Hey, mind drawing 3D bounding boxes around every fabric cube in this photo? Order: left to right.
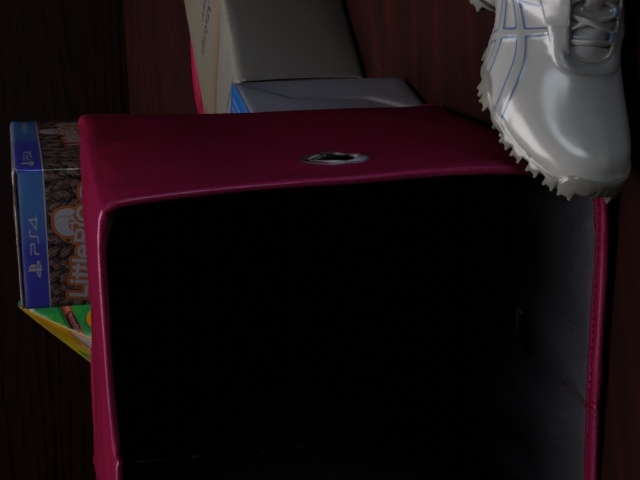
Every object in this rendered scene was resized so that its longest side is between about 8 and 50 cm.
[{"bbox_3d":[-0.006,0.061,0.700,0.258,0.254,0.259,-131,39,-70],"label":"fabric cube"}]

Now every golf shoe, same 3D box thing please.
[{"bbox_3d":[0.115,-0.106,0.564,0.086,0.069,0.176,122,141,-57],"label":"golf shoe"}]

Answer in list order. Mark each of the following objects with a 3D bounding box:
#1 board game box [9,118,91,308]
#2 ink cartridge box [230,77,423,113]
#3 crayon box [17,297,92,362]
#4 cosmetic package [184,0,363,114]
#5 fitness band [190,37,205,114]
[{"bbox_3d":[-0.173,-0.041,1.251,0.232,0.291,0.141,-133,41,-67],"label":"board game box"},{"bbox_3d":[0.000,0.000,0.894,0.078,0.134,0.231,-119,29,-58],"label":"ink cartridge box"},{"bbox_3d":[-0.193,0.129,1.363,0.165,0.081,0.278,16,158,39],"label":"crayon box"},{"bbox_3d":[-0.056,-0.211,1.114,0.160,0.113,0.309,106,157,-52],"label":"cosmetic package"},{"bbox_3d":[-0.131,-0.301,1.518,0.209,0.054,0.291,-114,26,-61],"label":"fitness band"}]
